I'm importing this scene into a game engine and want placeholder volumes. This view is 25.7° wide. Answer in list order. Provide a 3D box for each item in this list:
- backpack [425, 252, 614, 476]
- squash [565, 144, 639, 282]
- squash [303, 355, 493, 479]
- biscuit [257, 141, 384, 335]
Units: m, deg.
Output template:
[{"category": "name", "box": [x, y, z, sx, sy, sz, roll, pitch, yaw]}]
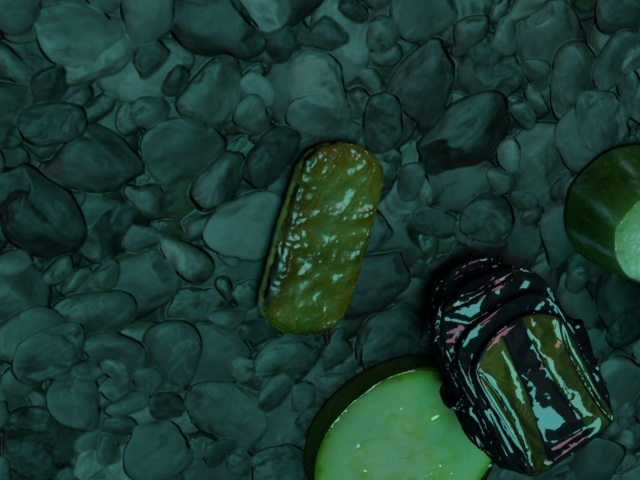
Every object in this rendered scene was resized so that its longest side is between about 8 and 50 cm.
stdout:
[{"category": "backpack", "box": [0.227, 0.139, 1.697, 0.206, 0.133, 0.258, -32, 106, -18]}, {"category": "squash", "box": [0.389, -0.026, 1.694, 0.170, 0.123, 0.170, -4, 111, -10]}, {"category": "squash", "box": [0.108, 0.264, 1.781, 0.252, 0.049, 0.252, -8, 116, -16]}, {"category": "biscuit", "box": [0.000, 0.000, 1.634, 0.118, 0.029, 0.247, 6, 112, -27]}]
